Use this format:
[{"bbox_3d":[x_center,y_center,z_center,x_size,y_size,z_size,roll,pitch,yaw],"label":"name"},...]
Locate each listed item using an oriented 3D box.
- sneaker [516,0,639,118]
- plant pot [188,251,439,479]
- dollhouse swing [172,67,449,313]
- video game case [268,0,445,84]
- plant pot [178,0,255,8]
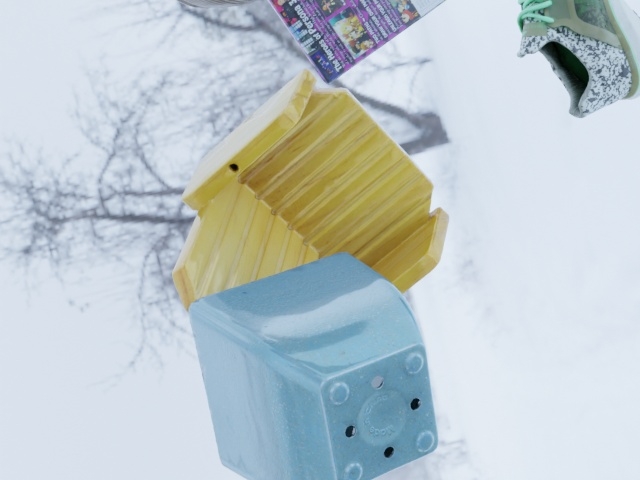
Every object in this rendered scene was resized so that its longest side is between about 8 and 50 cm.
[{"bbox_3d":[0.376,-0.373,1.540,0.410,0.182,0.158,55,160,0],"label":"sneaker"},{"bbox_3d":[0.013,0.184,1.207,0.252,0.248,0.247,21,125,59],"label":"plant pot"},{"bbox_3d":[0.000,0.000,1.394,0.347,0.315,0.305,45,-164,-21],"label":"dollhouse swing"},{"bbox_3d":[0.026,-0.324,1.044,0.232,0.210,0.042,53,-176,-15],"label":"video game case"},{"bbox_3d":[-0.149,-0.370,1.201,0.110,0.237,0.237,-45,44,37],"label":"plant pot"}]
